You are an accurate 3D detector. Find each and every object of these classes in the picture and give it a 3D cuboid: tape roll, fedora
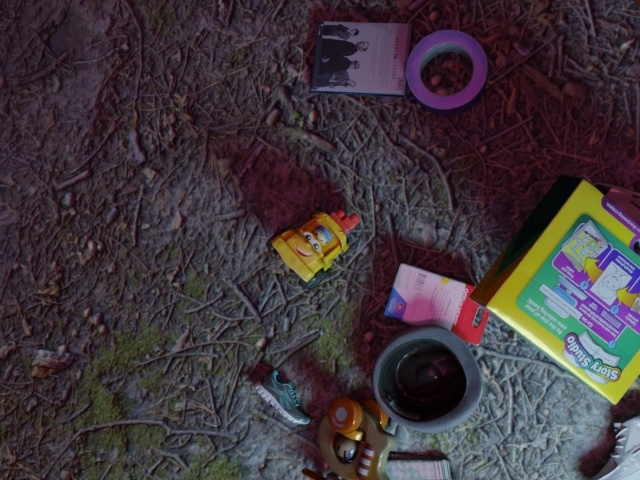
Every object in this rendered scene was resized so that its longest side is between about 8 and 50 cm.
[{"bbox_3d":[0.302,-0.398,1.681,0.189,0.080,0.188,0,88,14],"label":"tape roll"},{"bbox_3d":[0.257,0.313,1.642,0.275,0.124,0.243,-38,77,25],"label":"fedora"}]

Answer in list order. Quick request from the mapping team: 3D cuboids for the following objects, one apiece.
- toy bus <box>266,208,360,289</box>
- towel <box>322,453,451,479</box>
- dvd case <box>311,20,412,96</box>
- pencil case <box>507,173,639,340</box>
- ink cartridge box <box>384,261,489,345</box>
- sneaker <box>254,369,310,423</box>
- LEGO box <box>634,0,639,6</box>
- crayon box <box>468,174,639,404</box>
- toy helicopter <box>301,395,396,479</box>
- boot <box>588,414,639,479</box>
[{"bbox_3d":[0.000,0.000,1.676,0.211,0.220,0.149,-40,84,3],"label":"toy bus"},{"bbox_3d":[0.156,0.672,1.698,0.325,0.056,0.312,-3,88,14],"label":"towel"},{"bbox_3d":[0.102,-0.452,1.755,0.239,0.029,0.179,6,90,13],"label":"dvd case"},{"bbox_3d":[0.571,0.066,1.563,0.184,0.160,0.410,24,94,8],"label":"pencil case"},{"bbox_3d":[0.283,0.148,1.670,0.231,0.078,0.134,19,93,13],"label":"ink cartridge box"},{"bbox_3d":[-0.085,0.389,1.760,0.166,0.065,0.076,39,93,10],"label":"sneaker"},{"bbox_3d":[0.785,-0.820,1.521,0.500,0.193,0.372,-43,80,9],"label":"LEGO box"},{"bbox_3d":[0.540,0.101,1.427,0.363,0.106,0.313,37,92,-13],"label":"crayon box"},{"bbox_3d":[0.101,0.544,1.621,0.235,0.140,0.355,-50,53,16],"label":"toy helicopter"},{"bbox_3d":[0.681,0.464,1.572,0.258,0.095,0.123,-30,76,2],"label":"boot"}]
